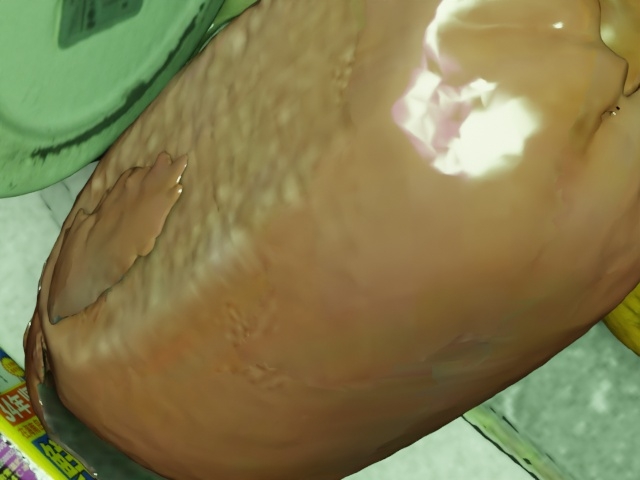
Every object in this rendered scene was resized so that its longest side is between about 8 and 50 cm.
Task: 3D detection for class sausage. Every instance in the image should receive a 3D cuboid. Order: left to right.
[{"bbox_3d":[0.000,0.000,0.418,0.152,0.152,0.280,53,130,1],"label":"sausage"}]

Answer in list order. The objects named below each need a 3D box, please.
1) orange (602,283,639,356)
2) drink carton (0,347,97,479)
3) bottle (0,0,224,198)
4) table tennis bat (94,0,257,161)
[{"bbox_3d":[0.166,-0.004,0.448,0.134,0.156,0.156,-40,89,-1],"label":"orange"},{"bbox_3d":[-0.150,0.077,0.510,0.166,0.071,0.056,43,92,3],"label":"drink carton"},{"bbox_3d":[-0.203,-0.190,0.435,0.352,0.229,0.229,31,94,15],"label":"bottle"},{"bbox_3d":[-0.089,-0.104,0.525,0.247,0.022,0.138,-9,90,5],"label":"table tennis bat"}]
